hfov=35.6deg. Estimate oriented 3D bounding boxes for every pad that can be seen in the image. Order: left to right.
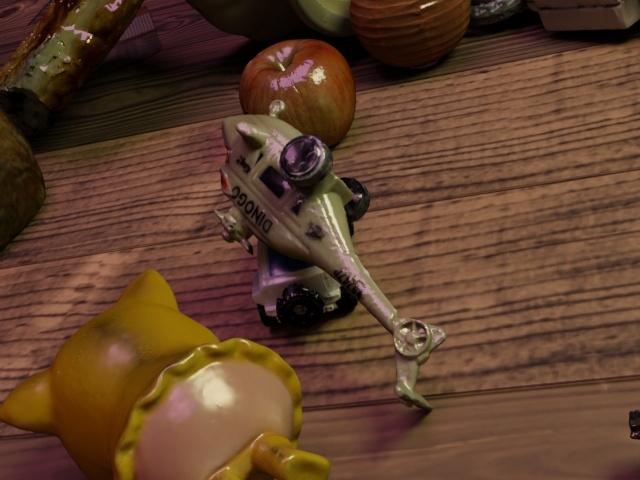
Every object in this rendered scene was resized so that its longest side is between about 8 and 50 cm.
[{"bbox_3d":[-0.265,-0.347,1.504,0.323,0.055,0.250,-38,32,5],"label":"pad"}]

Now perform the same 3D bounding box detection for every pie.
[{"bbox_3d":[-0.301,-0.271,1.246,0.288,0.102,0.354,-62,21,-12],"label":"pie"}]

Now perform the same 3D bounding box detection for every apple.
[{"bbox_3d":[-0.021,-0.149,1.037,0.126,0.102,0.126,-17,36,13],"label":"apple"}]

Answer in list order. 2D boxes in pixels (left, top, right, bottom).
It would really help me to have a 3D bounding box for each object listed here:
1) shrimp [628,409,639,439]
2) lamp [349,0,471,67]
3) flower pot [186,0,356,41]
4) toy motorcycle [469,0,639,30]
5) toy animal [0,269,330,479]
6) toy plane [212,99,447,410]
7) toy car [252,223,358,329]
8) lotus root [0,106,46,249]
[{"bbox_3d":[0.288,0.085,0.580,0.217,0.051,0.150,-3,32,11],"label":"shrimp"},{"bbox_3d":[0.100,-0.257,1.108,0.136,0.136,0.136,-14,33,9],"label":"lamp"},{"bbox_3d":[-0.022,-0.379,1.204,0.307,0.308,0.244,-34,42,-22],"label":"flower pot"},{"bbox_3d":[0.322,-0.309,1.085,0.340,0.108,0.223,10,48,48],"label":"toy motorcycle"},{"bbox_3d":[-0.097,0.117,0.653,0.156,0.156,0.229,-39,40,-27],"label":"toy animal"},{"bbox_3d":[0.000,0.000,0.729,0.108,0.092,0.286,-44,59,2],"label":"toy plane"},{"bbox_3d":[-0.016,0.009,0.830,0.080,0.070,0.171,-13,32,9],"label":"toy car"},{"bbox_3d":[-0.444,-0.034,1.040,0.314,0.210,0.142,-47,28,-15],"label":"lotus root"}]
